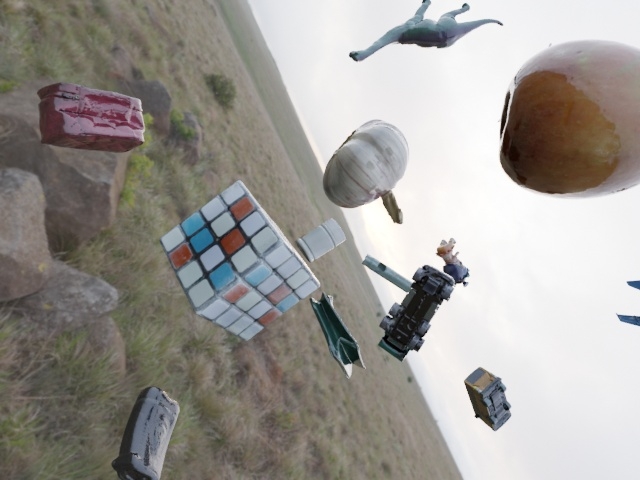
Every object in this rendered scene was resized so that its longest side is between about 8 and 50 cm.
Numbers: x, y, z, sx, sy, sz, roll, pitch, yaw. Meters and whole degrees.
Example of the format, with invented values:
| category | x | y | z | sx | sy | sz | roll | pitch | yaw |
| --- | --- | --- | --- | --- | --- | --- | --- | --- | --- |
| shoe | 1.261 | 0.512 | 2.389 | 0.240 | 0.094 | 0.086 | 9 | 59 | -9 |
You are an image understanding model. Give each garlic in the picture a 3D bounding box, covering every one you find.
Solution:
| category | x | y | z | sx | sy | sz | roll | pitch | yaw |
| --- | --- | --- | --- | --- | --- | --- | --- | --- | --- |
| garlic | 0.134 | -0.147 | 1.046 | 0.253 | 0.245 | 0.245 | 50 | 6 | -9 |

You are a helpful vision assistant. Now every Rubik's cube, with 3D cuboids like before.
| category | x | y | z | sx | sy | sz | roll | pitch | yaw |
| --- | --- | --- | --- | --- | --- | --- | --- | --- | --- |
| Rubik's cube | -0.196 | 0.057 | 1.077 | 0.256 | 0.253 | 0.259 | 51 | -1 | 34 |

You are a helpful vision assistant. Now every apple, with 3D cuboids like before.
| category | x | y | z | sx | sy | sz | roll | pitch | yaw |
| --- | --- | --- | --- | --- | --- | --- | --- | --- | --- |
| apple | 0.393 | -0.171 | 0.642 | 0.253 | 0.254 | 0.253 | -25 | 90 | -86 |

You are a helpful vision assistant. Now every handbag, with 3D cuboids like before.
| category | x | y | z | sx | sy | sz | roll | pitch | yaw |
| --- | --- | --- | --- | --- | --- | --- | --- | --- | --- |
| handbag | -0.538 | -0.288 | 1.011 | 0.225 | 0.147 | 0.135 | -7 | 94 | -54 |
| handbag | 0.064 | 0.334 | 1.491 | 0.238 | 0.089 | 0.326 | 61 | -3 | 32 |

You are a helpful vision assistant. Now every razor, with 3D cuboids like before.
| category | x | y | z | sx | sy | sz | roll | pitch | yaw |
| --- | --- | --- | --- | --- | --- | --- | --- | --- | --- |
| razor | -0.286 | 0.327 | 0.710 | 0.090 | 0.054 | 0.148 | 59 | 17 | -33 |

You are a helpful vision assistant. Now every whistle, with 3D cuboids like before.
| category | x | y | z | sx | sy | sz | roll | pitch | yaw |
| --- | --- | --- | --- | --- | --- | --- | --- | --- | --- |
| whistle | 0.336 | 0.168 | 1.999 | 0.312 | 0.062 | 0.062 | 33 | 2 | 4 |

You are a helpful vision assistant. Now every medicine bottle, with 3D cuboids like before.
| category | x | y | z | sx | sy | sz | roll | pitch | yaw |
| --- | --- | --- | --- | --- | --- | --- | --- | --- | --- |
| medicine bottle | 0.000 | 0.000 | 0.875 | 0.057 | 0.089 | 0.057 | 55 | -9 | 13 |

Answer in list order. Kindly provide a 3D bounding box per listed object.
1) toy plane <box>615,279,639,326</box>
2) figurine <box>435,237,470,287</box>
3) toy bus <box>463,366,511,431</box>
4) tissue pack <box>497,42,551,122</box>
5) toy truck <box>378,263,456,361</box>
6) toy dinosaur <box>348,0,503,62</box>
| category | x | y | z | sx | sy | sz | roll | pitch | yaw |
| --- | --- | --- | --- | --- | --- | --- | --- | --- | --- |
| toy plane | 0.963 | 0.202 | 1.147 | 0.105 | 0.254 | 0.271 | -9 | 69 | -60 |
| figurine | 0.526 | 0.097 | 1.724 | 0.111 | 0.102 | 0.194 | -20 | -77 | 54 |
| toy bus | 0.518 | 0.492 | 1.327 | 0.103 | 0.091 | 0.182 | 27 | -33 | 58 |
| tissue pack | 0.542 | -0.413 | 1.133 | 0.026 | 0.122 | 0.193 | 33 | -39 | 11 |
| toy truck | 0.241 | 0.183 | 1.084 | 0.114 | 0.253 | 0.124 | 32 | 10 | 18 |
| toy dinosaur | 0.316 | -0.592 | 1.267 | 0.129 | 0.384 | 0.330 | 80 | 32 | -46 |
